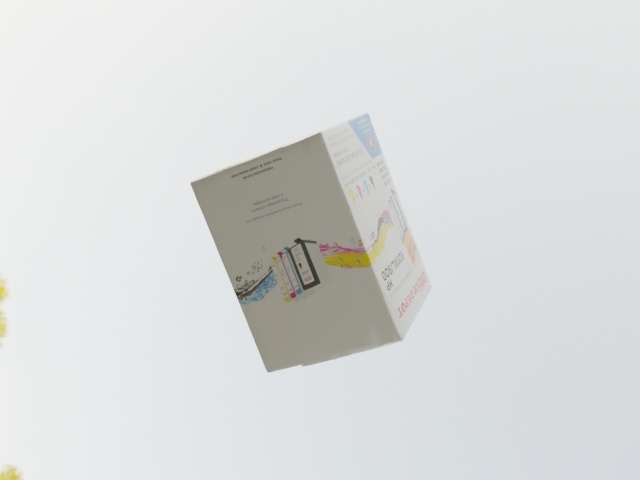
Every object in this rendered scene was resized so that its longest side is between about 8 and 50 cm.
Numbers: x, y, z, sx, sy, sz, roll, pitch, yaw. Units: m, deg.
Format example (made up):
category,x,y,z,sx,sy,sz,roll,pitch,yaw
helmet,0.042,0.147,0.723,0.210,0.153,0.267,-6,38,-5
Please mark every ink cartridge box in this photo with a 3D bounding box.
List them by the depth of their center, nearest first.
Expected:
category,x,y,z,sx,sy,sz,roll,pitch,yaw
ink cartridge box,0.000,0.000,0.811,0.168,0.171,0.233,-17,-81,25
